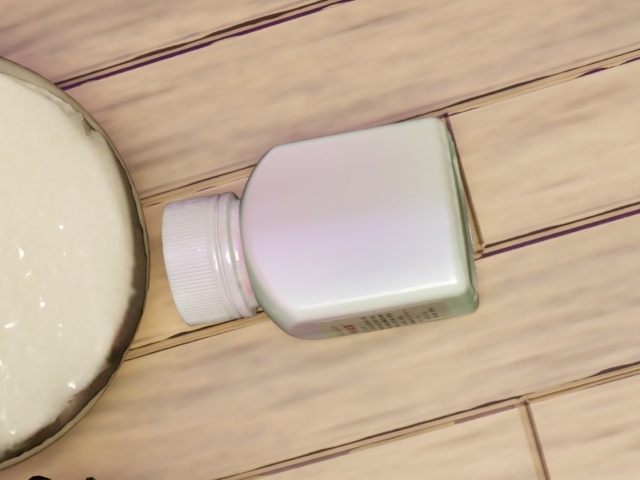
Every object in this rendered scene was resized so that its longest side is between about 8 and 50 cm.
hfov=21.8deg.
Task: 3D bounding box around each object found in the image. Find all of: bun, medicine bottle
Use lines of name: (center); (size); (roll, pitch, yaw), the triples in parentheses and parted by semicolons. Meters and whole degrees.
bun: (-0.157, 0.008, 0.659); (0.172, 0.120, 0.173); (1, 88, -19)
medicine bottle: (0.000, 0.000, 0.664); (0.118, 0.055, 0.074); (-11, 76, 8)

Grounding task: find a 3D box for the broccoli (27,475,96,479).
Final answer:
broccoli: (-0.080, 0.195, 0.519); (0.242, 0.273, 0.180); (43, 85, 15)
